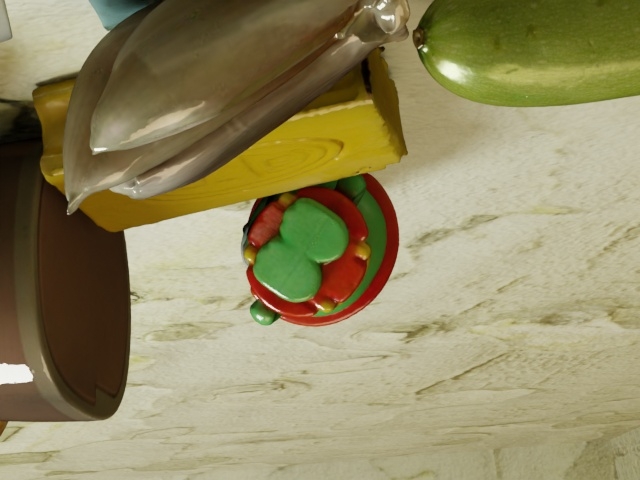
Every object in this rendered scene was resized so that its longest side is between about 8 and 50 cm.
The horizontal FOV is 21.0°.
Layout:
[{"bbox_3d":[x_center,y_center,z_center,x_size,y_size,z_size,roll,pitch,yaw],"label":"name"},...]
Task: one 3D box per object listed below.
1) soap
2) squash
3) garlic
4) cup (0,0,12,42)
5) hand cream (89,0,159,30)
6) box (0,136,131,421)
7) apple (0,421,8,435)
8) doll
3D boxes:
[{"bbox_3d":[-0.086,-0.106,1.627,0.324,0.096,0.204,-13,162,10],"label":"soap"},{"bbox_3d":[0.201,-0.182,1.498,0.247,0.132,0.132,-7,163,-2],"label":"squash"},{"bbox_3d":[-0.073,-0.141,1.381,0.325,0.132,0.279,-29,169,2],"label":"garlic"},{"bbox_3d":[-0.333,-0.188,1.160,0.226,0.185,0.241,-13,-162,-8],"label":"cup"},{"bbox_3d":[-0.154,-0.217,1.290,0.111,0.070,0.312,-22,165,6],"label":"hand cream"},{"bbox_3d":[-0.328,0.047,1.711,0.216,0.301,0.301,-6,164,13],"label":"box"},{"bbox_3d":[-0.504,0.145,1.934,0.309,0.277,0.250,20,175,-28],"label":"apple"},{"bbox_3d":[-0.001,0.000,1.852,0.160,0.182,0.363,27,-174,-5],"label":"doll"}]
